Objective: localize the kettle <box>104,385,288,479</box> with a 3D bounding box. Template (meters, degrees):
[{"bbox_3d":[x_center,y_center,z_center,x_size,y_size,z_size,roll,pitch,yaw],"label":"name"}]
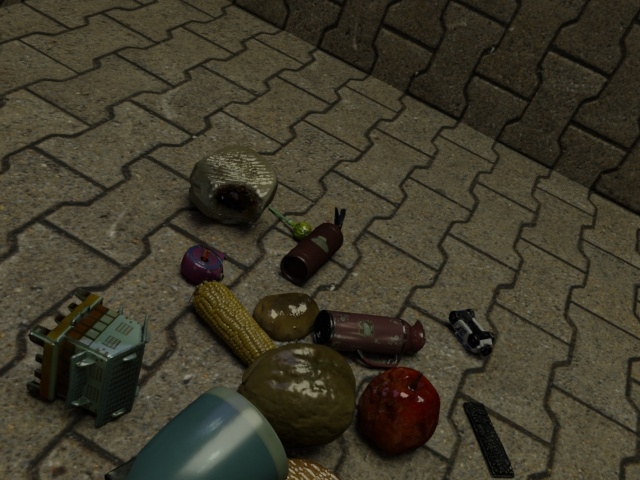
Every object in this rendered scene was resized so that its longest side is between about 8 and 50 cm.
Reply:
[{"bbox_3d":[-0.240,0.510,1.398,0.342,0.247,0.319,-36,88,-37],"label":"kettle"}]

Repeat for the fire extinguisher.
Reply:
[{"bbox_3d":[0.000,0.000,2.250,0.102,0.138,0.344,14,32,23],"label":"fire extinguisher"}]

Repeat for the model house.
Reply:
[{"bbox_3d":[-0.493,0.257,1.571,0.215,0.224,0.198,25,33,8],"label":"model house"}]

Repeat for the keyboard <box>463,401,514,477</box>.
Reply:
[{"bbox_3d":[0.449,0.526,1.922,0.072,0.023,0.231,10,37,-22],"label":"keyboard"}]

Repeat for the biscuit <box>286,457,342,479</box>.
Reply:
[{"bbox_3d":[-0.036,0.583,1.559,0.254,0.035,0.254,14,36,-11],"label":"biscuit"}]

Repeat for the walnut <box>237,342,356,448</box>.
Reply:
[{"bbox_3d":[-0.051,0.357,1.674,0.283,0.283,0.227,10,9,-19],"label":"walnut"}]

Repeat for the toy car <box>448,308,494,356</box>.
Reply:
[{"bbox_3d":[0.461,0.282,2.202,0.080,0.070,0.170,-4,42,-34],"label":"toy car"}]

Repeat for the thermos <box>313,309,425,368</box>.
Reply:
[{"bbox_3d":[0.154,0.272,2.002,0.330,0.109,0.136,9,38,-25],"label":"thermos"}]

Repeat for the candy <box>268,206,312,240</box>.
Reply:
[{"bbox_3d":[-0.104,-0.062,2.358,0.194,0.058,0.062,34,67,31],"label":"candy"}]

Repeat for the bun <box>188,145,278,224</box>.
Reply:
[{"bbox_3d":[-0.276,-0.159,2.249,0.282,0.205,0.281,10,51,-12],"label":"bun"}]

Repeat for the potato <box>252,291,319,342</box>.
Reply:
[{"bbox_3d":[-0.087,0.198,1.994,0.200,0.081,0.164,-11,49,-36],"label":"potato"}]

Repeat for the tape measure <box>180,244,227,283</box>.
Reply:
[{"bbox_3d":[-0.328,0.071,2.027,0.125,0.074,0.118,21,29,-12],"label":"tape measure"}]

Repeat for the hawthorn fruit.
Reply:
[{"bbox_3d":[0.206,0.393,1.766,0.207,0.243,0.207,13,38,-11],"label":"hawthorn fruit"}]

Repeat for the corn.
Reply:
[{"bbox_3d":[-0.221,0.224,1.864,0.106,0.106,0.305,-19,56,-44],"label":"corn"}]
